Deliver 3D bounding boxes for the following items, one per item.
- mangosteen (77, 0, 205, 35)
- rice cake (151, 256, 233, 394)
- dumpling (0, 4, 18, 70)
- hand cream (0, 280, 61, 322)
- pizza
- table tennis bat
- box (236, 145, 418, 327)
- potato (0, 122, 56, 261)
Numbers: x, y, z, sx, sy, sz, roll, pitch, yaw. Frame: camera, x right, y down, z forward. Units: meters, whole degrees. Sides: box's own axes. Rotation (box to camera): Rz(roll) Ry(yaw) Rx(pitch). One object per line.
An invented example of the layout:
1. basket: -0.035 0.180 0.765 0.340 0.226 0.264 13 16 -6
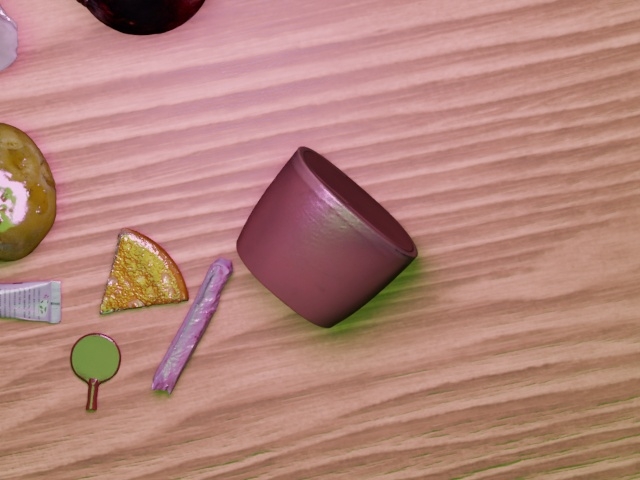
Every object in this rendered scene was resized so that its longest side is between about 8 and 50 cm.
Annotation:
1. mangosteen: -0.301 -0.500 1.624 0.293 0.297 0.297 -16 100 -7
2. rice cake: -0.245 0.168 1.836 0.051 0.081 0.290 28 96 6
3. dumpling: -0.679 -0.429 1.668 0.212 0.270 0.320 -26 75 -21
4. hand cream: -0.662 0.113 1.812 0.331 0.058 0.085 3 102 -6
5. pizza: -0.349 0.087 1.839 0.185 0.036 0.176 38 97 -10
6. table tennis bat: -0.442 0.257 1.870 0.098 0.019 0.154 6 96 -5
7. box: 0.000 0.000 1.731 0.301 0.301 0.216 42 102 -8
8. potato: -0.578 -0.088 1.746 0.186 0.148 0.253 0 91 -19
